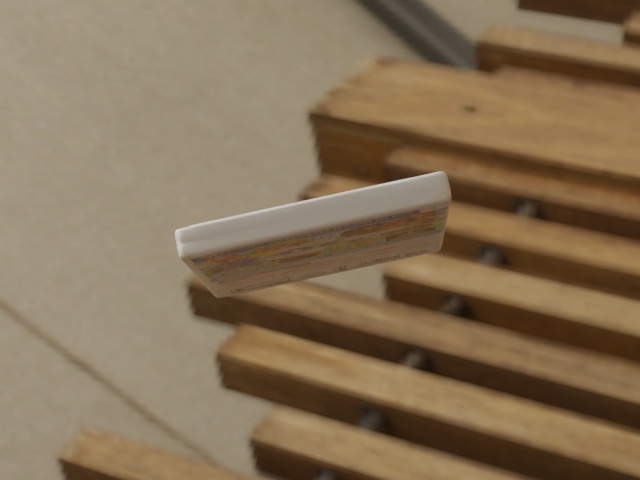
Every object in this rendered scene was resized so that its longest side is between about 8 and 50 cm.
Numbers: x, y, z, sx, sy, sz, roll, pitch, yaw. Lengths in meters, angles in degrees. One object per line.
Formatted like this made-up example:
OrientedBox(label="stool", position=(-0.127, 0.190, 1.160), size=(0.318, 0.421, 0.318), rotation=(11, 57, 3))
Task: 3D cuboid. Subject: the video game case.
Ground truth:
OrientedBox(label="video game case", position=(0.000, 0.000, 0.624), size=(0.122, 0.087, 0.011), rotation=(74, -176, -82))
